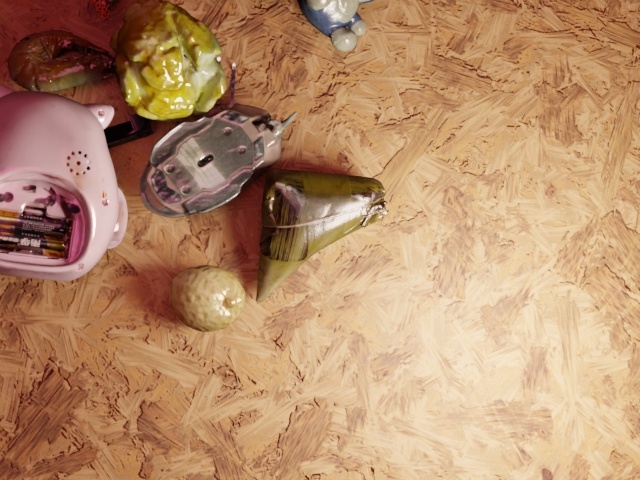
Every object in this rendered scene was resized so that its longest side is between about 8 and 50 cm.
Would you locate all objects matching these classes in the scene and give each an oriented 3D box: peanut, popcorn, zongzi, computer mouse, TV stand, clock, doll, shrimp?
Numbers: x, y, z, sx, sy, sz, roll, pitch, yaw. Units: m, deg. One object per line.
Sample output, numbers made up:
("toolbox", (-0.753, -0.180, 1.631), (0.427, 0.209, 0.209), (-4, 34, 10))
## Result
("peanut", (-0.239, 0.123, 1.643), (0.159, 0.109, 0.140), (-5, 112, 2))
("popcorn", (-0.326, -0.391, 1.627), (0.226, 0.276, 0.276), (-5, 83, -24))
("zongzi", (0.000, 0.000, 1.696), (0.274, 0.145, 0.300), (4, 99, -12))
("computer mouse", (-0.219, -0.180, 1.686), (0.389, 0.115, 0.199), (-35, 87, -13))
("TV stand", (-0.497, -0.219, 1.689), (0.256, 0.040, 0.049), (-20, 86, -10))
("clock", (-0.558, -0.108, 1.522), (0.368, 0.250, 0.376), (9, 90, -23))
("doll", (0.063, -0.587, 1.755), (0.258, 0.154, 0.228), (-48, 133, -5))
("shrimp", (-0.546, -0.397, 1.699), (0.267, 0.061, 0.145), (-5, 74, -6))

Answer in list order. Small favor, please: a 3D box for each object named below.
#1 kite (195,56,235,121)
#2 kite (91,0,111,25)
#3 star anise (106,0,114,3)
("kite", (-0.225, -0.301, 1.751), (0.127, 0.016, 0.229), (5, 85, -10))
("kite", (-0.502, -0.609, 1.757), (0.125, 0.008, 0.222), (-37, 89, -13))
("star anise", (-0.461, -0.614, 1.723), (0.197, 0.073, 0.212), (-33, 88, -20))
